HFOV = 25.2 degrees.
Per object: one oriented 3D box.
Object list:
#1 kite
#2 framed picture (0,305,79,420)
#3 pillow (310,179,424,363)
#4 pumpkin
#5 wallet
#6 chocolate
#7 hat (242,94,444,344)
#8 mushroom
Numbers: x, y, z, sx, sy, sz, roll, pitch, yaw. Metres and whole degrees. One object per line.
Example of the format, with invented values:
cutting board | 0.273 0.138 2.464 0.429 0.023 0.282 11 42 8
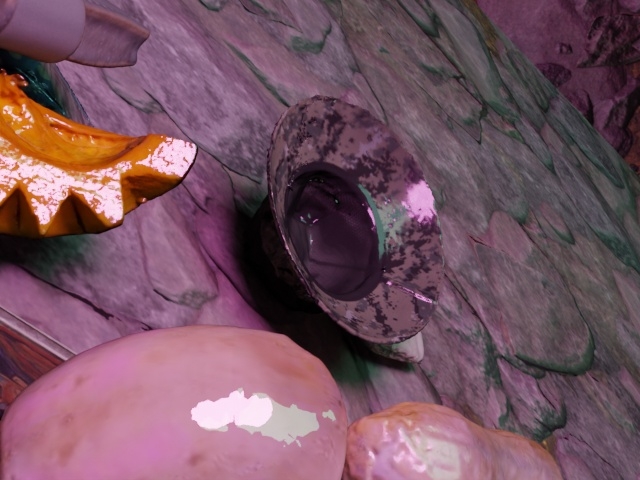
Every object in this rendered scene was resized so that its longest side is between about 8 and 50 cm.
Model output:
kite | -0.305 -0.173 1.223 0.314 0.011 0.335 38 25 -29
framed picture | -0.212 0.118 0.955 0.273 0.016 0.216 38 26 -32
pillow | 0.039 0.029 1.532 0.128 0.051 0.229 27 33 -60
pumpkin | -0.239 -0.056 1.085 0.254 0.149 0.130 21 75 -16
wallet | -0.292 -0.217 1.089 0.252 0.083 0.360 35 9 21
chocolate | 0.126 0.225 1.303 0.309 0.134 0.134 27 33 -48
hat | 0.000 0.000 1.401 0.265 0.128 0.266 29 45 -34
mushroom | -0.095 0.133 0.913 0.162 0.173 0.236 26 34 -43
